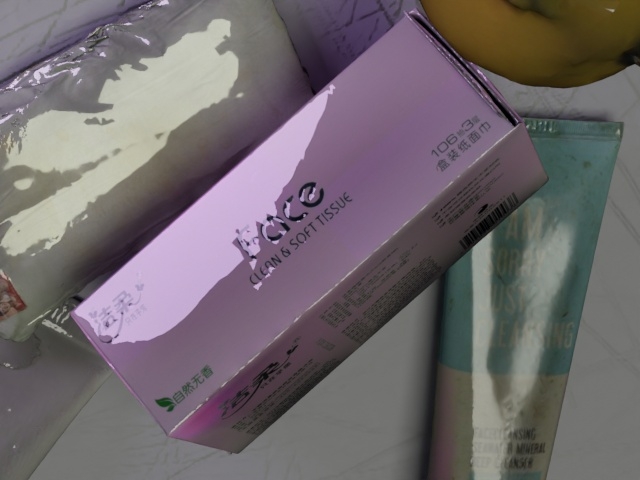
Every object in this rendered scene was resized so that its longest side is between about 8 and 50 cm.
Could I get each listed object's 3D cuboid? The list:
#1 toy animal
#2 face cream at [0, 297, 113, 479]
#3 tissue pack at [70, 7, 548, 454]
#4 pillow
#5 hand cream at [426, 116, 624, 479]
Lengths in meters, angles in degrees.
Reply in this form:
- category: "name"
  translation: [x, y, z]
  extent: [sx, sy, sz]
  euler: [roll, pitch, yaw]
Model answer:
- category: "toy animal"
  translation: [0.125, -0.162, 0.923]
  extent: [0.169, 0.281, 0.195]
  euler: [13, 112, 0]
- category: "face cream"
  translation: [-0.243, 0.154, 1.036]
  extent: [0.143, 0.089, 0.314]
  euler: [33, 91, -25]
- category: "tissue pack"
  translation: [0.000, 0.000, 0.999]
  extent: [0.246, 0.148, 0.092]
  euler: [-41, 75, 2]
- category: "pillow"
  translation: [-0.111, -0.051, 1.007]
  extent: [0.229, 0.051, 0.128]
  euler: [-33, 111, -4]
- category: "hand cream"
  translation: [0.117, 0.076, 1.129]
  extent: [0.111, 0.070, 0.312]
  euler: [1, 108, -15]
